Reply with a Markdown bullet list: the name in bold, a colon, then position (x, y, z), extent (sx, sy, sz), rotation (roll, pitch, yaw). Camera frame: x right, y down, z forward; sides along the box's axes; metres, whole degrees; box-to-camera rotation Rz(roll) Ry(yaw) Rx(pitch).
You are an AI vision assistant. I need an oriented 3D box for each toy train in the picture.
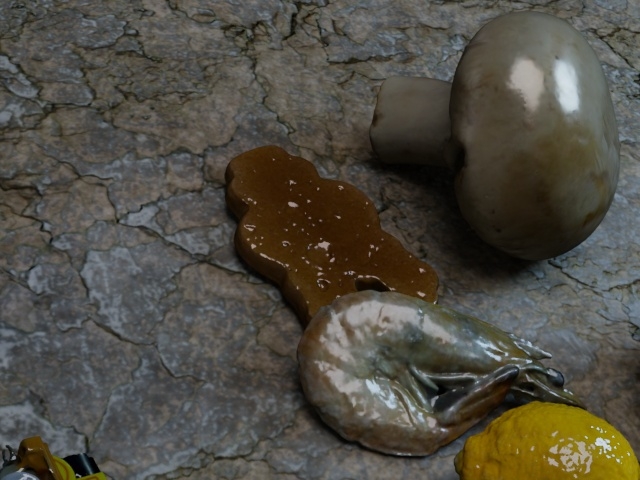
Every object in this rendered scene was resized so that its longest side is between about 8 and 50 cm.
- **toy train**: position (-0.216, 0.263, 1.079), extent (0.127, 0.089, 0.219), rotation (-11, 50, -36)

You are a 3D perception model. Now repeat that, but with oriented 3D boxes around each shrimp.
- **shrimp**: position (0.128, 0.154, 1.275), extent (0.317, 0.077, 0.168), rotation (18, 75, -5)

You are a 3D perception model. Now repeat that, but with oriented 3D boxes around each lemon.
- **lemon**: position (0.221, 0.227, 1.182), extent (0.187, 0.142, 0.142), rotation (11, 46, -1)

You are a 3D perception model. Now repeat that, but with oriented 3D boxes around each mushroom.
- **mushroom**: position (0.201, -0.116, 1.455), extent (0.290, 0.292, 0.292), rotation (-2, 39, 29)

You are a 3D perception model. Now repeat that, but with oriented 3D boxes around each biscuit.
- **biscuit**: position (-0.001, 0.002, 1.402), extent (0.186, 0.044, 0.295), rotation (-19, 56, -32)
